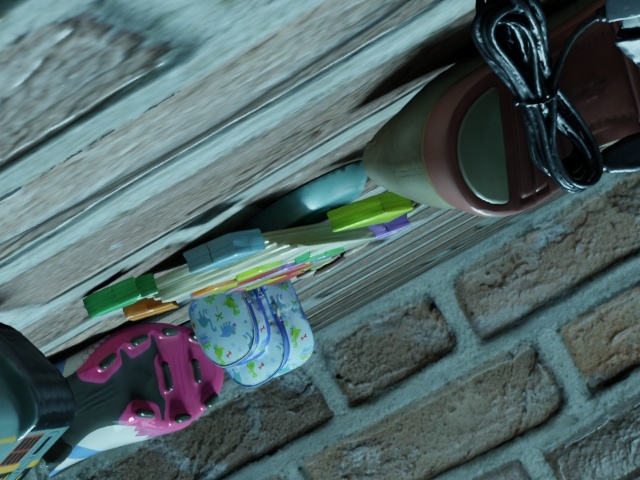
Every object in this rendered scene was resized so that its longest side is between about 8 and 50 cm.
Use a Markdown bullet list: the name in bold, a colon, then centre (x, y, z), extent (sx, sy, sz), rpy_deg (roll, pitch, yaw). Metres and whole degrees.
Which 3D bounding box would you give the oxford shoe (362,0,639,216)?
- **oxford shoe**: centre (0.177, -0.119, 1.062), extent (0.348, 0.123, 0.130), rpy_deg (-23, -165, -32)

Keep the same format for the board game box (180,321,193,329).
- **board game box**: centre (-0.211, 0.142, 1.765), extent (0.186, 0.026, 0.126), rpy_deg (-26, 173, -22)

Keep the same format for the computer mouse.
- **computer mouse**: centre (0.228, -0.117, 0.876), extent (0.262, 0.060, 0.184), rpy_deg (-25, 133, 1)

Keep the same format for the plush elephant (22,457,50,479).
- **plush elephant**: centre (-0.354, 0.273, 1.218), extent (0.255, 0.330, 0.272), rpy_deg (-9, -164, 41)

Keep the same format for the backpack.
- **backpack**: centre (-0.071, 0.086, 1.503), extent (0.105, 0.114, 0.084), rpy_deg (-32, 173, 39)

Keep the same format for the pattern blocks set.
- **pattern blocks set**: centre (-0.048, 0.019, 1.272), extent (0.285, 0.026, 0.325), rpy_deg (-24, 173, 39)

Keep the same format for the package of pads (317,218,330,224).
- **package of pads**: centre (0.000, 0.000, 1.494), extent (0.083, 0.032, 0.050), rpy_deg (-28, 178, 4)

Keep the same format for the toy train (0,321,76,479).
- **toy train**: centre (-0.273, 0.133, 0.909), extent (0.190, 0.142, 0.334), rpy_deg (-48, 169, 3)

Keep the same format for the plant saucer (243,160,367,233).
- **plant saucer**: centre (-0.007, -0.029, 1.267), extent (0.119, 0.021, 0.119), rpy_deg (-28, 174, -3)

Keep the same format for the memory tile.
- **memory tile**: centre (0.031, 0.002, 1.571), extent (0.148, 0.012, 0.113), rpy_deg (-33, -173, -29)

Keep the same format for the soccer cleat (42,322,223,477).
- **soccer cleat**: centre (-0.242, 0.158, 1.472), extent (0.143, 0.116, 0.331), rpy_deg (-12, -176, 41)
